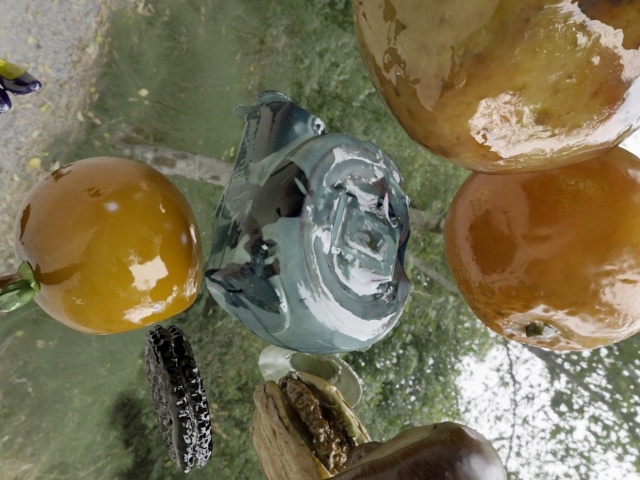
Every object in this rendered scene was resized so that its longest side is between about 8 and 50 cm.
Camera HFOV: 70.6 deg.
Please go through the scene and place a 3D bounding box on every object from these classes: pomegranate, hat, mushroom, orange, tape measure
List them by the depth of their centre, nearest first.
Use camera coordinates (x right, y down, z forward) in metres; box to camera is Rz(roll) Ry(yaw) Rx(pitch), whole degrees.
[{"bbox_3d":[0.152,-0.194,0.355,0.281,0.281,0.281,-63,180,1],"label":"pomegranate"},{"bbox_3d":[0.087,0.291,0.493,0.253,0.153,0.253,-24,154,-13],"label":"mushroom"},{"bbox_3d":[0.000,0.000,0.529,0.147,0.275,0.256,-7,-116,42],"label":"tape measure"},{"bbox_3d":[0.332,0.006,0.649,0.312,0.312,0.312,-63,180,1],"label":"orange"},{"bbox_3d":[-0.013,0.281,1.048,0.252,0.252,0.110,-62,-179,42],"label":"hat"}]

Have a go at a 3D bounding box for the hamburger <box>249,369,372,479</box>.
[{"bbox_3d":[-0.017,0.358,0.772,0.145,0.259,0.283,-19,149,-24],"label":"hamburger"}]

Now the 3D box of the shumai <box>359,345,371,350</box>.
[{"bbox_3d":[0.091,0.180,1.021,0.087,0.099,0.123,-43,159,-47],"label":"shumai"}]

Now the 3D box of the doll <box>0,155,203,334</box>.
[{"bbox_3d":[-0.256,0.013,0.497,0.236,0.213,0.213,-25,151,-47],"label":"doll"}]

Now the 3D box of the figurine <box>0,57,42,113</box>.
[{"bbox_3d":[-0.756,-0.454,0.905,0.154,0.193,0.420,-32,151,-13],"label":"figurine"}]

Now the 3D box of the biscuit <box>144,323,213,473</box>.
[{"bbox_3d":[-0.188,0.203,0.591,0.053,0.194,0.194,-11,149,-29],"label":"biscuit"}]
